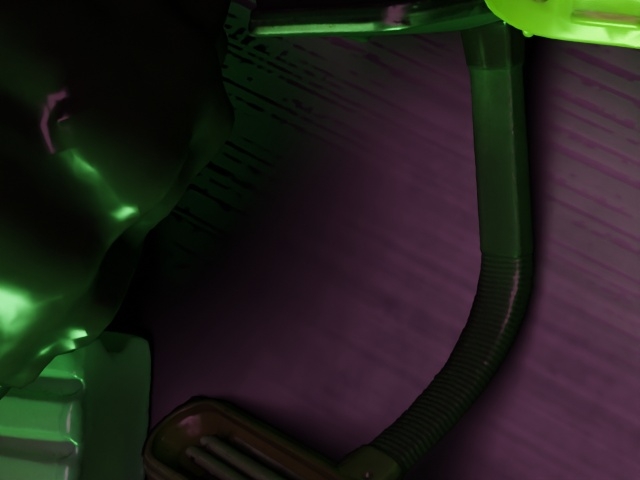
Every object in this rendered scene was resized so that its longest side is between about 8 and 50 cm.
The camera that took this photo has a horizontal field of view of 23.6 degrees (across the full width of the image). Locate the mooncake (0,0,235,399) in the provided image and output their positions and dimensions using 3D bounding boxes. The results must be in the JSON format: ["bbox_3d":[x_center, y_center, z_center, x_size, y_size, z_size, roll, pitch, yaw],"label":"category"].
[{"bbox_3d":[-0.160,-0.039,0.714,0.141,0.283,0.283,40,111,-23],"label":"mooncake"}]

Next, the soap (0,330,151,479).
[{"bbox_3d":[-0.193,0.102,0.824,0.198,0.066,0.119,3,88,27],"label":"soap"}]

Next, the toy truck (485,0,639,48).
[{"bbox_3d":[0.187,-0.122,0.546,0.272,0.157,0.124,11,125,22],"label":"toy truck"}]

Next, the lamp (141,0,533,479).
[{"bbox_3d":[0.005,0.002,0.722,0.203,0.124,0.283,10,96,47],"label":"lamp"}]
